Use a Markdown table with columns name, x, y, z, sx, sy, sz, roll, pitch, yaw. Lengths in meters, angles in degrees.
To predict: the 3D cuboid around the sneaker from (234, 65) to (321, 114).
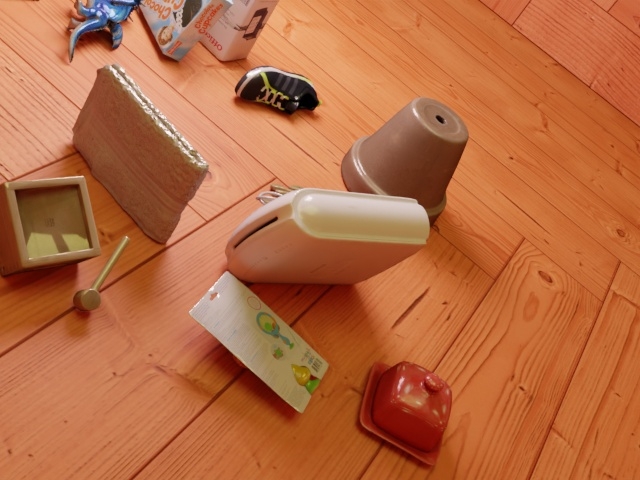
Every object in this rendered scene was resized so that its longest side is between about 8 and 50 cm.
| name | x | y | z | sx | sy | sz | roll | pitch | yaw |
| --- | --- | --- | --- | --- | --- | --- | --- | --- | --- |
| sneaker | -0.087 | -0.342 | 1.828 | 0.235 | 0.084 | 0.097 | -8 | 56 | -42 |

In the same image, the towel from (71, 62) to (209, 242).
| name | x | y | z | sx | sy | sz | roll | pitch | yaw |
| --- | --- | --- | --- | --- | --- | --- | --- | --- | --- |
| towel | -0.321 | -0.154 | 1.365 | 0.282 | 0.187 | 0.049 | 46 | 35 | 15 |

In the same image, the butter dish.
| name | x | y | z | sx | sy | sz | roll | pitch | yaw |
| --- | --- | --- | --- | --- | --- | --- | --- | --- | --- |
| butter dish | 0.166 | 0.269 | 1.339 | 0.160 | 0.118 | 0.160 | 31 | 37 | -6 |

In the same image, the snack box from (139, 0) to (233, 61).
| name | x | y | z | sx | sy | sz | roll | pitch | yaw |
| --- | --- | --- | --- | --- | --- | --- | --- | --- | --- |
| snack box | -0.337 | -0.586 | 1.811 | 0.060 | 0.187 | 0.322 | 19 | 35 | -53 |

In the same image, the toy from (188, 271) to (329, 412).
| name | x | y | z | sx | sy | sz | roll | pitch | yaw |
| --- | --- | --- | --- | --- | --- | --- | --- | --- | --- |
| toy | -0.105 | 0.174 | 1.288 | 0.237 | 0.056 | 0.137 | 40 | 34 | -2 |

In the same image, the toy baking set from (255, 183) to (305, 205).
| name | x | y | z | sx | sy | sz | roll | pitch | yaw |
| --- | --- | --- | --- | --- | --- | --- | --- | --- | --- |
| toy baking set | -0.022 | -0.069 | 1.565 | 0.197 | 0.030 | 0.256 | 14 | 14 | 7 |

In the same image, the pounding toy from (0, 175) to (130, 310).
| name | x | y | z | sx | sy | sz | roll | pitch | yaw |
| --- | --- | --- | --- | --- | --- | --- | --- | --- | --- |
| pounding toy | -0.395 | 0.013 | 1.215 | 0.181 | 0.094 | 0.206 | -11 | 87 | -44 |

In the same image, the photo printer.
| name | x | y | z | sx | sy | sz | roll | pitch | yaw |
| --- | --- | --- | --- | --- | --- | --- | --- | --- | --- |
| photo printer | 0.000 | 0.000 | 1.395 | 0.307 | 0.256 | 0.107 | 4 | 67 | -35 |

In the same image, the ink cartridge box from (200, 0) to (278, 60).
| name | x | y | z | sx | sy | sz | roll | pitch | yaw |
| --- | --- | --- | --- | --- | --- | --- | --- | --- | --- |
| ink cartridge box | -0.206 | -0.570 | 1.856 | 0.172 | 0.237 | 0.100 | 46 | 34 | 13 |

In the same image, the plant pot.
| name | x | y | z | sx | sy | sz | roll | pitch | yaw |
| --- | --- | --- | --- | --- | --- | --- | --- | --- | --- |
| plant pot | 0.210 | -0.189 | 1.774 | 0.263 | 0.229 | 0.263 | 20 | 41 | -19 |

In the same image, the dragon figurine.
| name | x | y | z | sx | sy | sz | roll | pitch | yaw |
| --- | --- | --- | --- | --- | --- | --- | --- | --- | --- |
| dragon figurine | -0.456 | -0.472 | 1.685 | 0.144 | 0.085 | 0.289 | 17 | 40 | -22 |
